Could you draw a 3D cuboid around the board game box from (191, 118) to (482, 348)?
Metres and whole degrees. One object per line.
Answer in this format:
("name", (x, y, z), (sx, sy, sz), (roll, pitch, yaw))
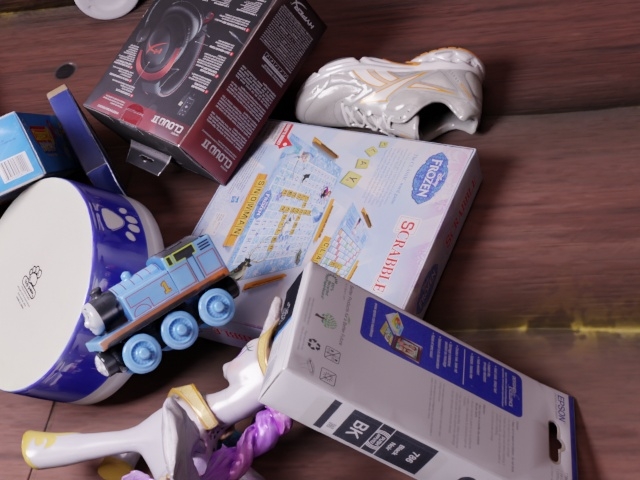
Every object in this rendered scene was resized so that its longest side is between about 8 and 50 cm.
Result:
("board game box", (0.000, 0.000, 1.346), (0.318, 0.066, 0.318), (12, 59, 27))

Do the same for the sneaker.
("sneaker", (0.090, -0.177, 1.436), (0.263, 0.099, 0.121), (-9, 56, 14))

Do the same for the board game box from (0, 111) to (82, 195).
("board game box", (-0.491, -0.069, 1.435), (0.308, 0.086, 0.302), (-24, 7, -1))

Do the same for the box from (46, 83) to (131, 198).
("box", (-0.302, -0.100, 1.479), (0.037, 0.136, 0.225), (-31, 50, -7))

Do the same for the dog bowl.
("dog bowl", (-0.308, 0.061, 1.301), (0.265, 0.104, 0.264), (-16, 66, 41))

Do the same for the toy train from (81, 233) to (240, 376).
("toy train", (-0.177, 0.072, 1.182), (0.184, 0.105, 0.080), (-32, 6, -24))

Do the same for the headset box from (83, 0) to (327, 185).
("headset box", (-0.164, -0.221, 1.447), (0.218, 0.110, 0.293), (24, 78, 40))

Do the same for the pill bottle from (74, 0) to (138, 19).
("pill bottle", (-0.367, -0.465, 1.795), (0.112, 0.112, 0.186), (-22, 50, 2))

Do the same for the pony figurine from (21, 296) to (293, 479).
("pony figurine", (-0.134, 0.249, 1.101), (0.364, 0.303, 0.351), (-31, 40, 13))

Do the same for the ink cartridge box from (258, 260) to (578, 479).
("ink cartridge box", (0.107, 0.161, 1.090), (0.333, 0.065, 0.165), (28, 37, -10))

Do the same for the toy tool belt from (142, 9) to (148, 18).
("toy tool belt", (-0.234, -0.304, 1.574), (0.051, 0.052, 0.083), (-28, 53, 29))
